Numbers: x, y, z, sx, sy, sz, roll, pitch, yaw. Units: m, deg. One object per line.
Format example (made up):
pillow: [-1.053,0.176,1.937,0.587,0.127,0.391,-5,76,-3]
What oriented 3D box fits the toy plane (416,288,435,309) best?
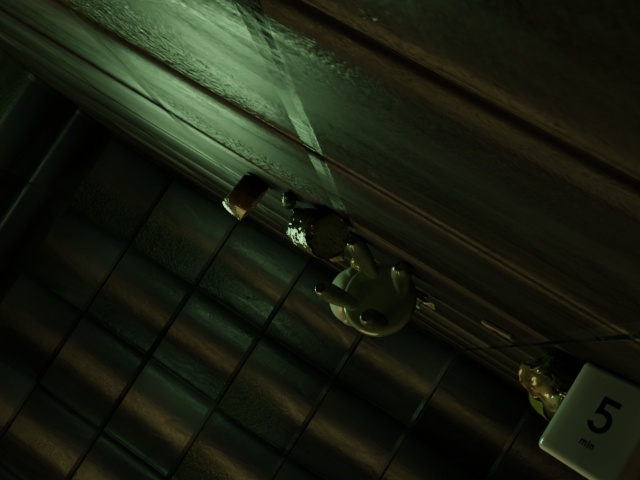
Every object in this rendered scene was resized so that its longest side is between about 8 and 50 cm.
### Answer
toy plane: [0.248,0.143,1.965,0.197,0.053,0.078,36,168,16]

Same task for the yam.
yam: [-0.013,-0.021,1.598,0.107,0.107,0.194,34,176,-21]

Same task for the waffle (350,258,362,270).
waffle: [0.170,0.104,2.107,0.192,0.046,0.160,34,176,-24]

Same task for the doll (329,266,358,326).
doll: [0.161,0.194,2.289,0.251,0.221,0.221,3,-165,-35]

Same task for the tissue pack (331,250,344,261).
tissue pack: [0.037,0.008,1.727,0.042,0.083,0.062,-8,169,9]

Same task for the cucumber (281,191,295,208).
cucumber: [-0.079,-0.097,1.696,0.037,0.037,0.155,32,176,3]

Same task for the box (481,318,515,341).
box: [0.444,0.224,1.700,0.083,0.012,0.046,30,175,36]

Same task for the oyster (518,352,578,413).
oyster: [0.532,0.325,1.527,0.166,0.110,0.341,49,-178,32]

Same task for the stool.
stool: [0.124,0.118,1.682,0.195,0.195,0.199,30,170,30]

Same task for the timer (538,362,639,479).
timer: [0.571,0.377,1.288,0.192,0.195,0.194,35,176,-33]

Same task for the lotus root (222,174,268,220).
lotus root: [-0.202,-0.117,1.831,0.081,0.122,0.112,40,-161,-9]

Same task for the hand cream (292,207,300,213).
hand cream: [-0.017,-0.046,1.835,0.062,0.039,0.163,15,-169,-40]

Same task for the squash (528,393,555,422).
squash: [0.717,0.495,2.127,0.123,0.123,0.186,33,179,-3]
